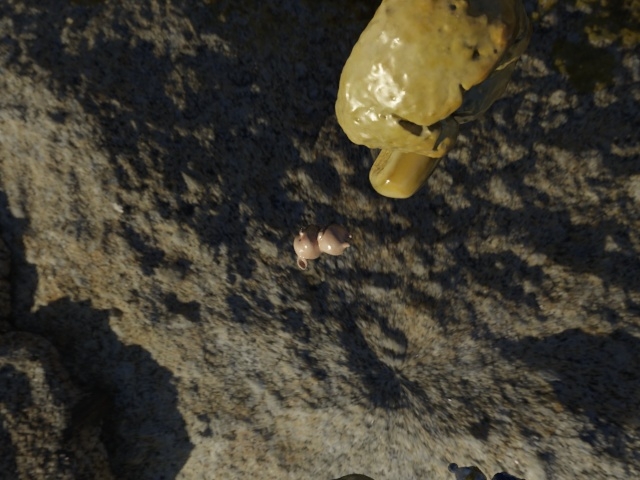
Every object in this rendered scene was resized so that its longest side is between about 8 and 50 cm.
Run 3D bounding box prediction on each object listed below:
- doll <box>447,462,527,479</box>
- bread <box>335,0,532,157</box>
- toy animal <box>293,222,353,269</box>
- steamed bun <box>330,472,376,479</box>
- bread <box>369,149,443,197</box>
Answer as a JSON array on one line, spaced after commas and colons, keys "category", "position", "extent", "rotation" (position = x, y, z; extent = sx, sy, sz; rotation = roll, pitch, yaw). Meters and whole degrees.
[{"category": "doll", "position": [0.306, 0.426, 1.094], "extent": [0.227, 0.057, 0.114], "rotation": [18, 49, 32]}, {"category": "bread", "position": [0.128, -0.187, 0.721], "extent": [0.134, 0.244, 0.244], "rotation": [44, 86, 13]}, {"category": "toy animal", "position": [0.003, 0.006, 1.453], "extent": [0.150, 0.083, 0.089], "rotation": [-12, 97, 34]}, {"category": "steamed bun", "position": [0.062, 0.482, 1.075], "extent": [0.172, 0.155, 0.141], "rotation": [35, 111, -25]}, {"category": "bread", "position": [0.174, -0.172, 1.204], "extent": [0.098, 0.147, 0.217], "rotation": [25, 97, -9]}]
